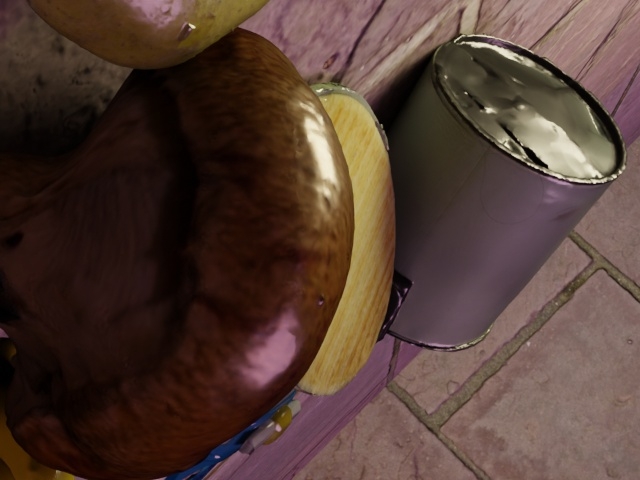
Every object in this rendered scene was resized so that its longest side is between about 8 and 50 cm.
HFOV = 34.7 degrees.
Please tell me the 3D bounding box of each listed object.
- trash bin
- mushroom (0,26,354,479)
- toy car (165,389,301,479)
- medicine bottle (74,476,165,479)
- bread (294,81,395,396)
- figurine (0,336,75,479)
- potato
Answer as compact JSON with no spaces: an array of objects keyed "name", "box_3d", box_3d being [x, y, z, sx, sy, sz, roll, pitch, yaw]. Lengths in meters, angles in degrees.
[{"name":"trash bin","box_3d":[0.154,-0.046,1.073,0.277,0.217,0.262,-41,167,-49]},{"name":"mushroom","box_3d":[-0.101,-0.005,0.538,0.267,0.267,0.254,-45,139,-4]},{"name":"toy car","box_3d":[-0.092,0.114,0.941,0.314,0.166,0.198,-54,167,26]},{"name":"medicine bottle","box_3d":[-0.238,0.212,0.800,0.254,0.152,0.152,-44,166,1]},{"name":"bread","box_3d":[0.000,0.000,0.863,0.267,0.040,0.267,-16,108,-61]},{"name":"figurine","box_3d":[-0.213,0.212,0.569,0.169,0.326,0.218,-29,167,14]},{"name":"potato","box_3d":[-0.061,-0.147,0.475,0.188,0.085,0.105,-42,135,-32]}]
